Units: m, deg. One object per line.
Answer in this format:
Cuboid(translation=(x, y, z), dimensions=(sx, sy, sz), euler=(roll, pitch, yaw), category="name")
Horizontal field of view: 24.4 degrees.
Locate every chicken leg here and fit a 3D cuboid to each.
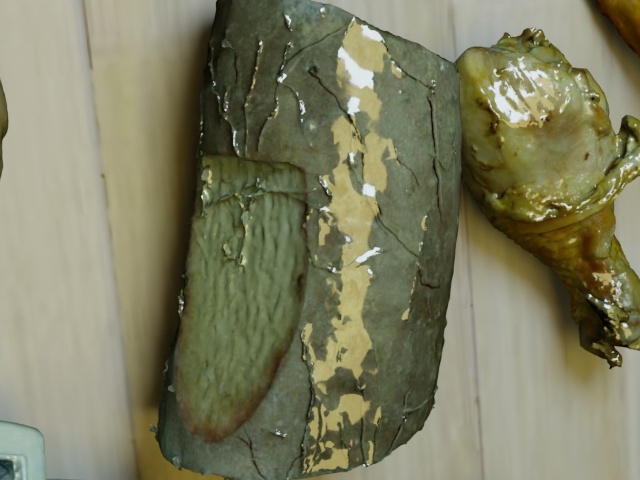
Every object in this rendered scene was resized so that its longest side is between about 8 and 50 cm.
Cuboid(translation=(0.150, -0.027, 0.882), dimensions=(0.103, 0.088, 0.228), euler=(-44, 111, -25), category="chicken leg")

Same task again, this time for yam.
Cuboid(translation=(0.000, 0.000, 0.792), dimensions=(0.154, 0.154, 0.254), euler=(6, 93, -25), category="yam")

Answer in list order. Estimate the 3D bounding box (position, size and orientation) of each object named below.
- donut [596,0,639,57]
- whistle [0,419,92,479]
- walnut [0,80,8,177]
Cuboid(translation=(0.270, -0.211, 0.807), dimensions=(0.110, 0.303, 0.303), euler=(-28, 110, -32), category="donut")
Cuboid(translation=(-0.187, 0.143, 0.756), dimensions=(0.253, 0.106, 0.102), euler=(4, 75, -20), category="whistle")
Cuboid(translation=(-0.269, -0.026, 0.620), dimensions=(0.283, 0.227, 0.283), euler=(1, 87, -26), category="walnut")
